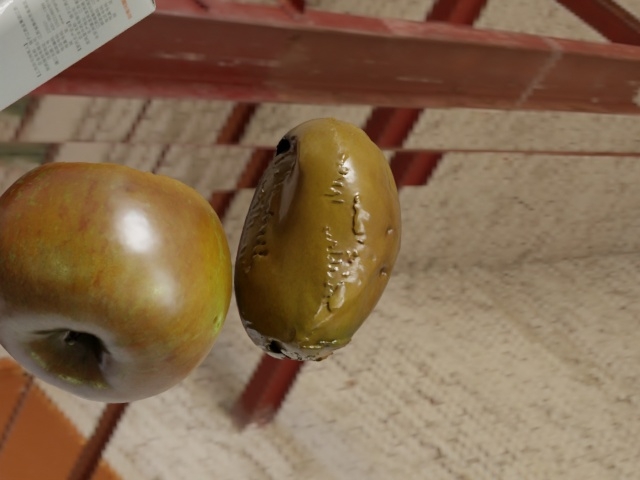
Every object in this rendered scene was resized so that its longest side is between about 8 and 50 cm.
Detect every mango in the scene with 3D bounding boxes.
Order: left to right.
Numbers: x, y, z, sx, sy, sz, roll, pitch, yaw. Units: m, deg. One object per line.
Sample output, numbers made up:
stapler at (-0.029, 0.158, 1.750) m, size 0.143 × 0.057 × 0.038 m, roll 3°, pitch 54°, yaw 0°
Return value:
mango at (0.000, 0.000, 1.518) m, size 0.151 × 0.156 × 0.248 m, roll 13°, pitch -120°, yaw 1°

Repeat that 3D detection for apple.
apple at (-0.193, 0.029, 1.468) m, size 0.237 × 0.237 × 0.207 m, roll -22°, pitch -142°, yaw 35°

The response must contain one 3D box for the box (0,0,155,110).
box at (-0.348, -0.225, 1.627) m, size 0.200 × 0.299 × 0.106 m, roll 28°, pitch -32°, yaw 44°
